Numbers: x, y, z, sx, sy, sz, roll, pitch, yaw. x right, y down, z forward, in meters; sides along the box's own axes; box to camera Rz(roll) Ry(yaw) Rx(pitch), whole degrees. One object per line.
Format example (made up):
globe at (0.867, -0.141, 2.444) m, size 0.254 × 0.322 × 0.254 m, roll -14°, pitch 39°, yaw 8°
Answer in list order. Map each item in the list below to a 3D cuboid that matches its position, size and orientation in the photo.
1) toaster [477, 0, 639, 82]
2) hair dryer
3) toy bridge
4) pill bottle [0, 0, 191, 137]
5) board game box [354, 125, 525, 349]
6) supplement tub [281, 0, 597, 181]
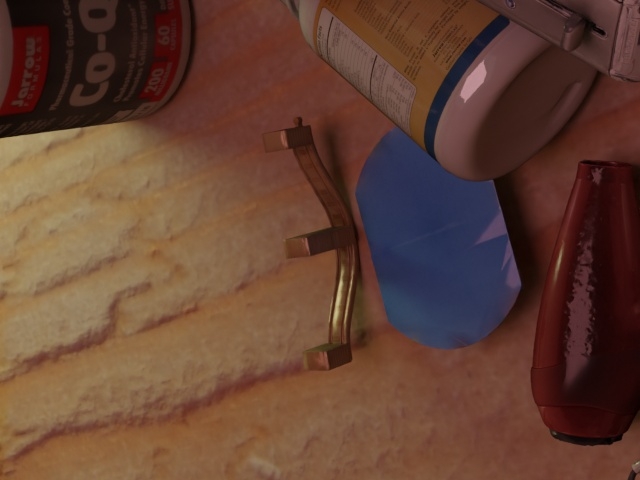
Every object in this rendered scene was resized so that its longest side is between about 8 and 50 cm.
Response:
toaster at (0.198, -0.201, 1.143) m, size 0.146 × 0.227 × 0.129 m, roll 41°, pitch 155°, yaw 22°
hair dryer at (0.245, 0.075, 1.241) m, size 0.223 × 0.080 × 0.293 m, roll -36°, pitch 80°, yaw 22°
toy bridge at (0.000, 0.000, 1.415) m, size 0.026 × 0.063 × 0.188 m, roll -6°, pitch 96°, yaw 40°
pill bottle at (-0.249, -0.158, 1.446) m, size 0.161 × 0.283 × 0.161 m, roll 9°, pitch 104°, yaw 38°
board game box at (0.092, -0.006, 1.361) m, size 0.133 × 0.033 × 0.169 m, roll -22°, pitch 79°, yaw 45°
supplement tub at (0.077, -0.151, 1.271) m, size 0.199 × 0.144 × 0.144 m, roll 44°, pitch 123°, yaw 25°
